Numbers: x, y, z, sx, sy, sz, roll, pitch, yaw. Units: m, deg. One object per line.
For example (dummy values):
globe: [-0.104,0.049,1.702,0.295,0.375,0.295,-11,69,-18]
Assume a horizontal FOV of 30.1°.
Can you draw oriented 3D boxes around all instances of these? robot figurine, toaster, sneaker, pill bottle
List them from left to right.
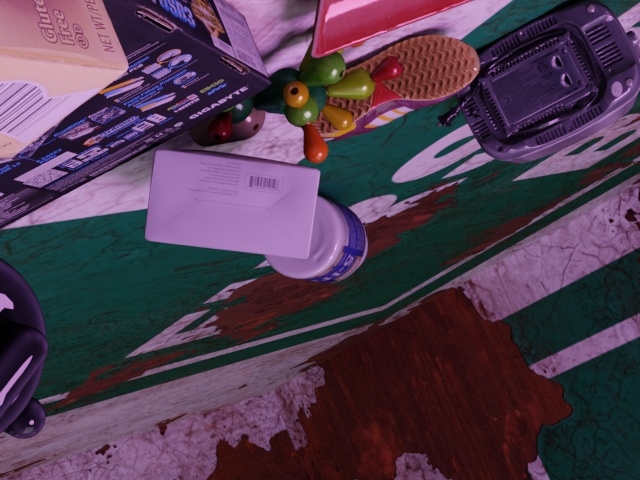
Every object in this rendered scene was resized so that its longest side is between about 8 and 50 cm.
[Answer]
robot figurine: [-0.334,0.078,0.982,0.173,0.209,0.278,-14,-167,-37]
pill bottle: [0.000,0.000,1.586,0.112,0.112,0.186,-27,168,14]
sneaker: [0.065,-0.150,1.180,0.185,0.070,0.084,-18,177,0]
toaster: [0.247,-0.162,1.314,0.227,0.129,0.146,-28,170,15]

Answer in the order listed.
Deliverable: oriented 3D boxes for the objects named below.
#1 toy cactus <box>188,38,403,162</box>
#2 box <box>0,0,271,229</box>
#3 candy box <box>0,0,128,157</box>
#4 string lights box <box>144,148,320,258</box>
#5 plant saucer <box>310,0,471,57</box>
toy cactus: [-0.039,-0.117,1.048,0.180,0.112,0.219,-18,-172,40]
box: [-0.215,-0.097,0.822,0.295,0.073,0.293,-26,168,14]
candy box: [-0.224,-0.126,0.395,0.087,0.183,0.316,-31,167,28]
string lights box: [-0.074,-0.038,1.061,0.133,0.077,0.260,7,-177,-2]
plant saucer: [0.110,-0.244,0.872,0.258,0.048,0.259,-22,169,-9]
